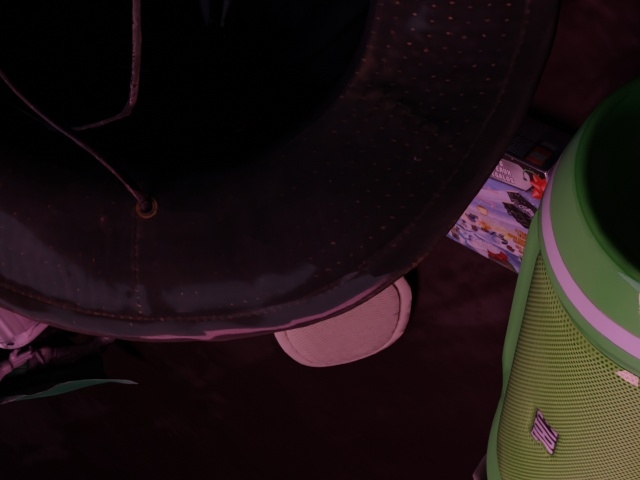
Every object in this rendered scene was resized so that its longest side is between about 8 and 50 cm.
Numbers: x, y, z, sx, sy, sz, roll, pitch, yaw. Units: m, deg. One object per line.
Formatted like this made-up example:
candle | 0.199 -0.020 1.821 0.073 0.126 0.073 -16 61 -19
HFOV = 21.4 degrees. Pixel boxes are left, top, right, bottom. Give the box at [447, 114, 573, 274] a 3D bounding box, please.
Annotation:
box | 0.067 -0.036 0.816 0.137 0.027 0.094 30 154 33

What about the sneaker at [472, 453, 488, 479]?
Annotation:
sneaker | 0.154 0.165 0.935 0.232 0.090 0.115 0 127 59

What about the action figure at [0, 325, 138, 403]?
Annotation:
action figure | -0.274 0.099 1.389 0.137 0.232 0.063 28 117 31

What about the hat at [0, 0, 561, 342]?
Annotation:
hat | -0.054 -0.112 0.716 0.331 0.331 0.134 42 -161 8

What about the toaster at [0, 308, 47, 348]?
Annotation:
toaster | -0.279 -0.010 1.333 0.227 0.129 0.146 22 152 40

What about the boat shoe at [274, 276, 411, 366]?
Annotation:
boat shoe | 0.000 0.000 0.961 0.233 0.084 0.079 69 -174 -57

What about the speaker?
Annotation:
speaker | 0.141 0.054 0.716 0.131 0.131 0.296 37 156 20
